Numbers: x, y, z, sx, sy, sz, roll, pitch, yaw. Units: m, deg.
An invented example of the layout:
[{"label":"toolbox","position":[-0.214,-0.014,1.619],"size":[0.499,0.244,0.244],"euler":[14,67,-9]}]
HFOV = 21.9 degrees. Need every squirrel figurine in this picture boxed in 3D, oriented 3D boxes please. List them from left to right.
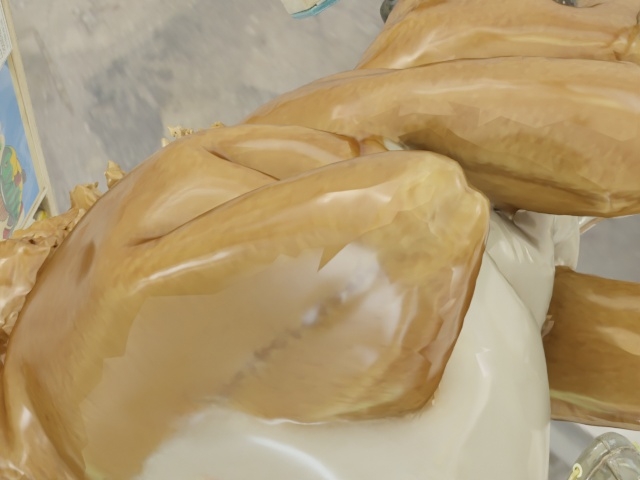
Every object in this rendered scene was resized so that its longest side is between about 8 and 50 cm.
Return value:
[{"label":"squirrel figurine","position":[0.000,0.000,0.776],"size":[0.397,0.370,0.281],"euler":[-11,125,32]}]

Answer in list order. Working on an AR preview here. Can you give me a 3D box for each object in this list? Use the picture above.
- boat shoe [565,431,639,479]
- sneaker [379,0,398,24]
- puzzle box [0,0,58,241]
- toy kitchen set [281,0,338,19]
[{"label":"boat shoe","position":[0.241,0.265,1.404],"size":[0.109,0.091,0.305],"euler":[-21,149,-15]},{"label":"sneaker","position":[0.107,-0.057,1.371],"size":[0.125,0.139,0.341],"euler":[-26,133,-41]},{"label":"puzzle box","position":[-0.327,-0.013,1.430],"size":[0.052,0.409,0.272],"euler":[19,61,11]},{"label":"toy kitchen set","position":[0.076,-0.211,1.563],"size":[0.122,0.207,0.166],"euler":[-34,103,-17]}]
